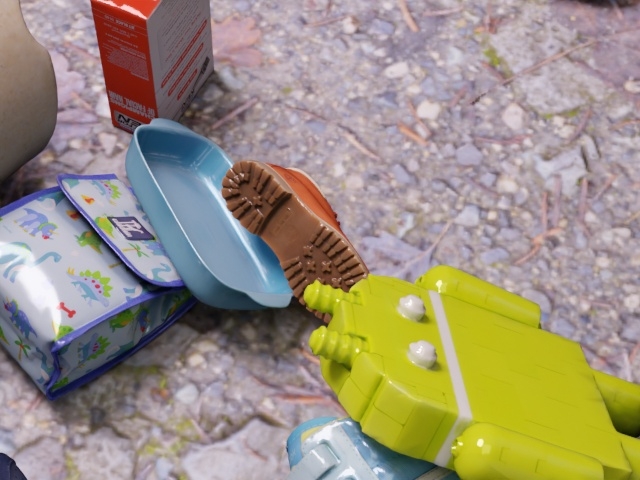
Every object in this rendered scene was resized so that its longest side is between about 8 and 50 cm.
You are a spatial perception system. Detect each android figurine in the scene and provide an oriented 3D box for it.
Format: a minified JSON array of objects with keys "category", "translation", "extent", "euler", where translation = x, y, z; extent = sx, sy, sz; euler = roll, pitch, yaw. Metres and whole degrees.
[{"category":"android figurine","translation":[0.113,0.098,1.027],"extent":[0.272,0.056,0.248],"euler":[22,24,-12]}]

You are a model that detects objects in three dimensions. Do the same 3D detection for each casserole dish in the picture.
[{"category":"casserole dish","translation":[-0.086,-0.013,1.145],"extent":[0.114,0.037,0.188],"euler":[6,44,-51]}]

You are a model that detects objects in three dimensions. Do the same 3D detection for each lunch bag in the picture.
[{"category":"lunch bag","translation":[-0.175,0.023,1.122],"extent":[0.151,0.096,0.129],"euler":[-29,65,-34]}]

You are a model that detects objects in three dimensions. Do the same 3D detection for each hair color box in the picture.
[{"category":"hair color box","translation":[-0.129,-0.162,1.183],"extent":[0.053,0.167,0.093],"euler":[23,62,13]}]

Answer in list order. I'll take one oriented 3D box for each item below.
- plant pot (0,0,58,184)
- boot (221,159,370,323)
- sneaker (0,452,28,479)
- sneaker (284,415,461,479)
[{"category":"plant pot","translation":[-0.371,-0.086,1.075],"extent":[0.334,0.334,0.305],"euler":[40,54,20]},{"category":"boot","translation":[0.000,0.000,1.147],"extent":[0.059,0.084,0.158],"euler":[-45,72,21]},{"category":"sneaker","translation":[-0.136,0.254,0.977],"extent":[0.153,0.099,0.282],"euler":[-18,68,-6]},{"category":"sneaker","translation":[0.014,0.238,0.980],"extent":[0.208,0.127,0.319],"euler":[37,56,17]}]
